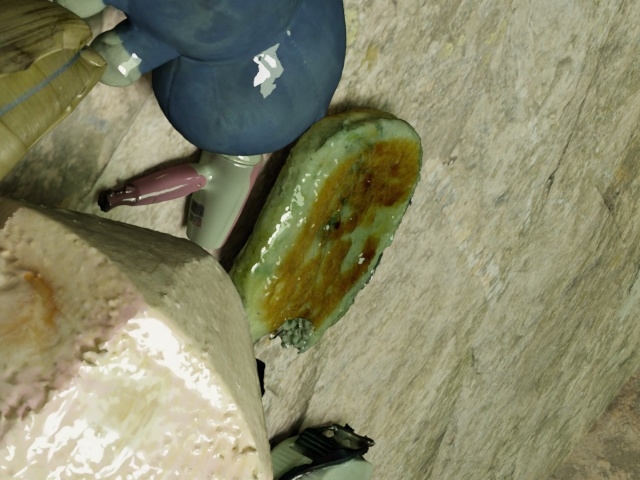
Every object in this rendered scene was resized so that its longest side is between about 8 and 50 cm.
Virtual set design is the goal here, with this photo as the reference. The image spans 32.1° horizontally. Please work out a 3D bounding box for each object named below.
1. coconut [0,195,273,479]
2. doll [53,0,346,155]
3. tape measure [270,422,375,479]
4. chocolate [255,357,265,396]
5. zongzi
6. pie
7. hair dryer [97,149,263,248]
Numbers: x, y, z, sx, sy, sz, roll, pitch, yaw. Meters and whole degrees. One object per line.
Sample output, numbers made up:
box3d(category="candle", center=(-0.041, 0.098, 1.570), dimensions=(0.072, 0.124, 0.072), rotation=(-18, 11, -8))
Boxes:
box3d(category="coconut", center=(-0.182, 0.124, 0.785), dimensions=(0.309, 0.297, 0.297), rotation=(-49, 151, -14))
box3d(category="doll", center=(-0.066, -0.176, 0.827), dimensions=(0.228, 0.154, 0.258), rotation=(-54, 159, -12))
box3d(category="tape measure", center=(-0.033, 0.328, 1.434), dimensions=(0.235, 0.115, 0.207), rotation=(-60, 154, -10))
box3d(category="chocolate", center=(-0.116, 0.146, 1.132), dimensions=(0.125, 0.080, 0.149), rotation=(-21, 145, -54))
box3d(category="zongzi", center=(-0.261, -0.109, 0.628), dimensions=(0.228, 0.115, 0.256), rotation=(-51, 141, -18))
box3d(category="pie", center=(0.004, -0.007, 1.177), dimensions=(0.302, 0.067, 0.303), rotation=(-39, 148, -30))
box3d(category="hair dryer", center=(-0.128, -0.042, 0.969), dimensions=(0.154, 0.054, 0.106), rotation=(-4, 127, -45))
